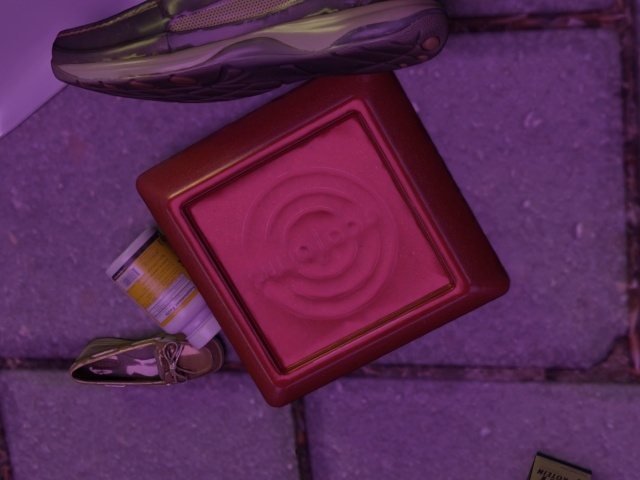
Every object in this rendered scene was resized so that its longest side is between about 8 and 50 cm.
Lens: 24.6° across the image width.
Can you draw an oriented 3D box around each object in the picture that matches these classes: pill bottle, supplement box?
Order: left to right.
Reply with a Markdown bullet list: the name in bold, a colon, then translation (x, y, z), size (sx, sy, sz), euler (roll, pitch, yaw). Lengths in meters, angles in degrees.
- **pill bottle**: translation (-0.142, 0.047, 1.391), size (0.116, 0.065, 0.065), euler (45, 115, -5)
- **supplement box**: translation (0.210, 0.259, 1.366), size (0.056, 0.083, 0.083), euler (19, 115, 7)

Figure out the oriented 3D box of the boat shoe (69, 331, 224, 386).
- **boat shoe**: translation (-0.169, 0.120, 1.436), size (0.153, 0.048, 0.056), euler (-1, 110, 16)

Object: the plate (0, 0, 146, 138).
- **plate**: translation (-0.301, -0.217, 1.266), size (0.278, 0.045, 0.277), euler (-35, 143, 24)

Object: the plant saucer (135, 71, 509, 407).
- **plant saucer**: translation (0.000, 0.000, 1.318), size (0.258, 0.047, 0.259), euler (-28, 102, 12)

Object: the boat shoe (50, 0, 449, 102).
- **boat shoe**: translation (-0.064, -0.198, 1.257), size (0.356, 0.132, 0.130), euler (-6, 83, 17)
